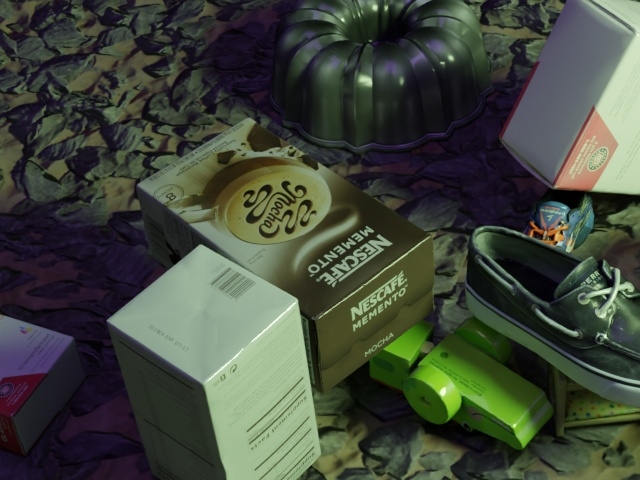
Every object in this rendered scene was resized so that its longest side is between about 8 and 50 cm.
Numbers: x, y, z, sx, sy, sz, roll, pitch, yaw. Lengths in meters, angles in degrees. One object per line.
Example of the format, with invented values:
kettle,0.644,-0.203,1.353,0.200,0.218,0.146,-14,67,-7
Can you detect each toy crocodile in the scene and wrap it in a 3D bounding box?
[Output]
toy crocodile,0.097,0.126,1.430,0.340,0.105,0.115,27,53,26

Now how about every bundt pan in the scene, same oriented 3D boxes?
bundt pan,0.083,-0.271,1.836,0.331,0.124,0.331,-3,42,3

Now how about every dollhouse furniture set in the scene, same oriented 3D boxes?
dollhouse furniture set,0.331,0.110,1.405,0.182,0.101,0.161,-6,43,1

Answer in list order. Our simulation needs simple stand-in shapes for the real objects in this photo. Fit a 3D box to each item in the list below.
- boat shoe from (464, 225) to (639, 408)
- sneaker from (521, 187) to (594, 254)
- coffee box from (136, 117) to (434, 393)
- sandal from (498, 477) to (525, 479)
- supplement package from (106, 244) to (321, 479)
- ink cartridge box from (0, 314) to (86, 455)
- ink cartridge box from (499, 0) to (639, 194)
boat shoe,0.270,0.068,1.306,0.108,0.102,0.301,-32,44,-30
sneaker,0.267,-0.004,1.547,0.083,0.087,0.221,12,45,20
coffee box,-0.038,0.007,1.401,0.168,0.119,0.297,-35,50,-27
sandal,0.212,0.323,1.224,0.097,0.054,0.254,-19,44,-13
supplement package,-0.101,0.153,1.309,0.139,0.244,0.134,29,54,31
ink cartridge box,-0.377,0.152,1.472,0.175,0.072,0.127,14,47,21
ink cartridge box,0.382,-0.166,1.544,0.283,0.207,0.117,2,33,-38
